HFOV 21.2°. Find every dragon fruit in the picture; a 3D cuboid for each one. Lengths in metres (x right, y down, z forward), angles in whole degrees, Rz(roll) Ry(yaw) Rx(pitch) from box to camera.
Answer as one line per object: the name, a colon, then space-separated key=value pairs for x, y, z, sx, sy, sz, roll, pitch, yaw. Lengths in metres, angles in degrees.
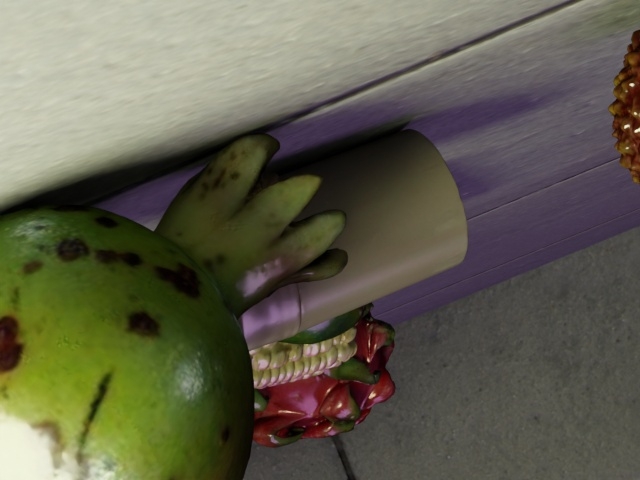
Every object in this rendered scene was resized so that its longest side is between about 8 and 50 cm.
dragon fruit: x=-0.041 y=0.138 z=1.879 sx=0.273 sy=0.218 sz=0.198 roll=-14 pitch=133 yaw=-23

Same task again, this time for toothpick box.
toothpick box: x=0.000 y=0.000 z=1.200 sx=0.180 sy=0.111 sz=0.111 roll=-21 pitch=173 yaw=-18

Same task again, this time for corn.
corn: x=-0.100 y=0.090 z=1.608 sx=0.335 sy=0.127 sz=0.126 roll=-10 pitch=167 yaw=-44

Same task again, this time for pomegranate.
pomegranate: x=-0.114 y=0.064 z=0.976 sx=0.306 sy=0.242 sz=0.242 roll=-42 pitch=172 yaw=2

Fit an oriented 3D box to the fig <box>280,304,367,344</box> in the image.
fig: x=-0.042 y=0.043 z=1.489 sx=0.177 sy=0.117 sz=0.117 roll=-14 pitch=178 yaw=29

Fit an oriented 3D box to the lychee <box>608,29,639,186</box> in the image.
lychee: x=0.274 y=-0.093 z=1.106 sx=0.188 sy=0.188 sz=0.188 roll=-22 pitch=173 yaw=-3
